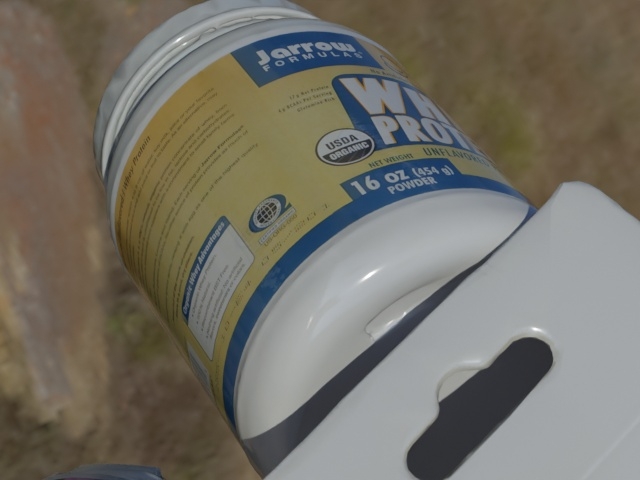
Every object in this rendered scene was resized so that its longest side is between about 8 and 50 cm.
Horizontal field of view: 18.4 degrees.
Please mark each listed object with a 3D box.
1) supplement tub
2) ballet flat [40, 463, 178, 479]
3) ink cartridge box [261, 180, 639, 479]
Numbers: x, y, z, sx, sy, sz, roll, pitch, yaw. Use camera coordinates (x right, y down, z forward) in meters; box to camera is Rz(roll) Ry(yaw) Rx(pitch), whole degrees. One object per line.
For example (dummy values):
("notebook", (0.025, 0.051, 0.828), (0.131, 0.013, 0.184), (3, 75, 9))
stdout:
("supplement tub", (0.000, 0.000, 0.788), (0.144, 0.144, 0.200), (43, 5, -44))
("ballet flat", (-0.048, 0.102, 0.453), (0.221, 0.077, 0.079), (91, 8, -50))
("ink cartridge box", (0.148, 0.171, 0.676), (0.353, 0.207, 0.119), (43, -24, 12))
